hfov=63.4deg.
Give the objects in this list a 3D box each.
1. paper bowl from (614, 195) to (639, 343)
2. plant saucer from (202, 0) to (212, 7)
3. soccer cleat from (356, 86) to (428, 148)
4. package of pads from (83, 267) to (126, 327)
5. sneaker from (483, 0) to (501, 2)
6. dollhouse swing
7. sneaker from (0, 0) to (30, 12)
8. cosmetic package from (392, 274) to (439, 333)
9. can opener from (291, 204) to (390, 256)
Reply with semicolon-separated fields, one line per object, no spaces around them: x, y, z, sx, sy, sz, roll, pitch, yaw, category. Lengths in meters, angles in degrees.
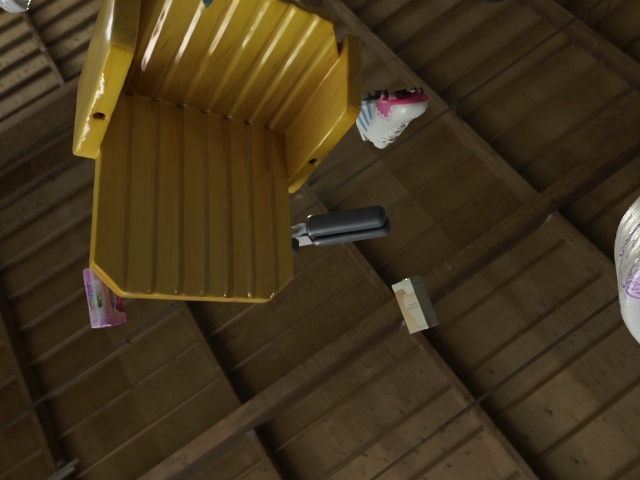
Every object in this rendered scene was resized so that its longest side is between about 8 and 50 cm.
0.458;0.013;0.520;0.284;0.284;0.148;9;-136;16;paper bowl
-0.095;-0.292;0.409;0.037;0.195;0.195;-11;-114;-2;plant saucer
0.173;-0.294;1.261;0.115;0.331;0.143;-11;-73;-11;soccer cleat
-0.297;0.077;0.714;0.031;0.050;0.083;-13;-95;7;package of pads
0.167;-0.372;0.520;0.129;0.330;0.147;-17;-111;23;sneaker
-0.123;-0.119;0.694;0.315;0.346;0.305;-44;-131;43;dollhouse swing
-0.460;-0.572;0.869;0.210;0.137;0.366;0;-93;4;sneaker
0.208;0.141;1.142;0.060;0.041;0.115;-34;-109;47;cosmetic package
0.000;0.000;1.059;0.283;0.076;0.095;-8;-123;19;can opener
